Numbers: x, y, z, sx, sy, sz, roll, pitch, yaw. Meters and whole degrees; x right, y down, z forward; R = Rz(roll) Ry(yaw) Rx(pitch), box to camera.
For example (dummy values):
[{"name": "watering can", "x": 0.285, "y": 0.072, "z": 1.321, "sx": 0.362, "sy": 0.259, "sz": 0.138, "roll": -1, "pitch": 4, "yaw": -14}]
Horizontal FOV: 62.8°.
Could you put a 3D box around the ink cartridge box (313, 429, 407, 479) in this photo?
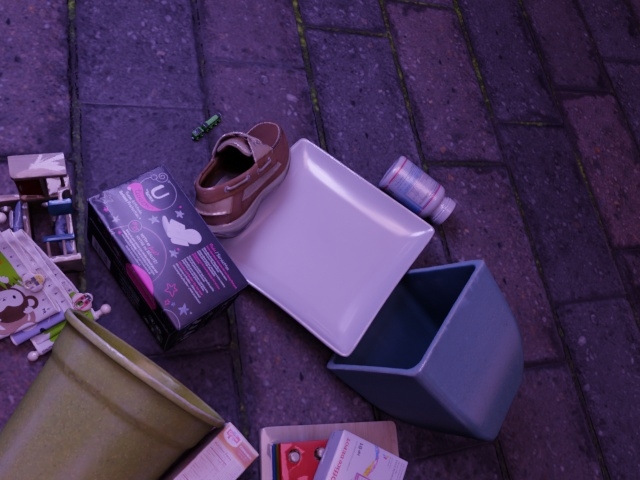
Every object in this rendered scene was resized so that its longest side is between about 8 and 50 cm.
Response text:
[{"name": "ink cartridge box", "x": 0.063, "y": 0.365, "z": 0.823, "sx": 0.122, "sy": 0.052, "sz": 0.088, "roll": 29, "pitch": 62, "yaw": -7}]

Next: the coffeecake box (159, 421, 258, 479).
[{"name": "coffeecake box", "x": -0.194, "y": 0.364, "z": 0.777, "sx": 0.068, "sy": 0.142, "sz": 0.185, "roll": 48, "pitch": 61, "yaw": 2}]

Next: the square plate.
[{"name": "square plate", "x": 0.000, "y": 0.000, "z": 1.026, "sx": 0.347, "sy": 0.049, "sz": 0.344, "roll": 36, "pitch": 60, "yaw": 8}]

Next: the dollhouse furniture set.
[{"name": "dollhouse furniture set", "x": -0.452, "y": -0.031, "z": 0.816, "sx": 0.129, "sy": 0.184, "sz": 0.129, "roll": -9, "pitch": 72, "yaw": -23}]

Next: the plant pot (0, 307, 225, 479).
[{"name": "plant pot", "x": -0.319, "y": 0.277, "z": 0.721, "sx": 0.276, "sy": 0.276, "sz": 0.254, "roll": 37, "pitch": 73, "yaw": -3}]

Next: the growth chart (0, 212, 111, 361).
[{"name": "growth chart", "x": -0.465, "y": 0.076, "z": 0.791, "sx": 0.172, "sy": 0.021, "sz": 0.237, "roll": -39, "pitch": 113, "yaw": -1}]

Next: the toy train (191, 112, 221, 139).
[{"name": "toy train", "x": -0.233, "y": -0.235, "z": 1.073, "sx": 0.017, "sy": 0.024, "sz": 0.083, "roll": 41, "pitch": 61, "yaw": -1}]

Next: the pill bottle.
[{"name": "pill bottle", "x": 0.215, "y": -0.106, "z": 1.155, "sx": 0.160, "sy": 0.087, "sz": 0.087, "roll": 37, "pitch": 61, "yaw": -4}]

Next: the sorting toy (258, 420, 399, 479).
[{"name": "sorting toy", "x": 0.033, "y": 0.436, "z": 0.864, "sx": 0.255, "sy": 0.089, "sz": 0.257, "roll": 4, "pitch": 67, "yaw": -19}]

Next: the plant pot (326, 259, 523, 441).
[{"name": "plant pot", "x": 0.218, "y": 0.220, "z": 0.944, "sx": 0.252, "sy": 0.248, "sz": 0.247, "roll": 49, "pitch": 59, "yaw": -16}]

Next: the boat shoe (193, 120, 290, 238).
[{"name": "boat shoe", "x": -0.138, "y": -0.143, "z": 0.974, "sx": 0.123, "sy": 0.116, "sz": 0.324, "roll": 4, "pitch": 42, "yaw": 13}]

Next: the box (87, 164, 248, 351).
[{"name": "box", "x": -0.259, "y": 0.032, "z": 0.876, "sx": 0.142, "sy": 0.163, "sz": 0.247, "roll": -32, "pitch": 83, "yaw": -32}]
